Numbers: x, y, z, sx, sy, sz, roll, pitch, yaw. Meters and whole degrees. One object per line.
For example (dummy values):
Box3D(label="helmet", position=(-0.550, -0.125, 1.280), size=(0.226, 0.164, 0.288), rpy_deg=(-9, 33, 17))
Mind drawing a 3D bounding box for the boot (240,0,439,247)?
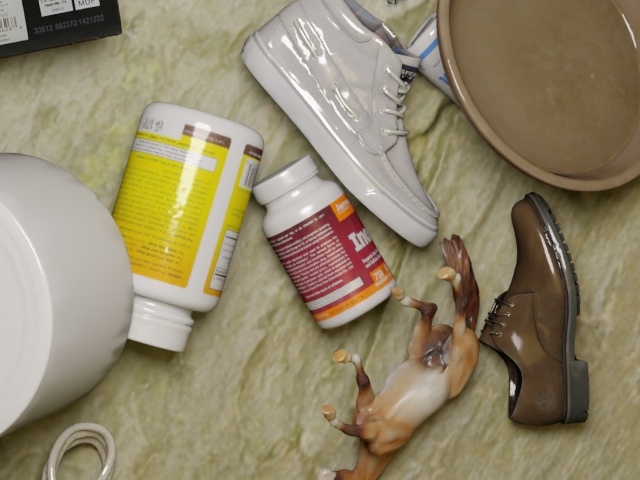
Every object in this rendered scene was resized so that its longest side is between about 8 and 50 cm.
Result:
Box3D(label="boot", position=(0.052, -0.122, 1.682), size=(0.123, 0.095, 0.258), rpy_deg=(-41, 96, 14))

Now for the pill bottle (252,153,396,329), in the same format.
Box3D(label="pill bottle", position=(0.000, 0.000, 1.693), size=(0.086, 0.086, 0.152), rpy_deg=(-32, 96, -8))

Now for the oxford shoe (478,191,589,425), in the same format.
Box3D(label="oxford shoe", position=(0.198, 0.068, 1.731), size=(0.096, 0.083, 0.227), rpy_deg=(-6, 91, -6))

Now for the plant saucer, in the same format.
Box3D(label="plant saucer", position=(0.219, -0.175, 1.700), size=(0.278, 0.041, 0.277), rpy_deg=(10, 70, -28))

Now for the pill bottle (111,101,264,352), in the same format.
Box3D(label="pill bottle", position=(-0.134, -0.011, 1.655), size=(0.117, 0.117, 0.215), rpy_deg=(17, 88, -9))

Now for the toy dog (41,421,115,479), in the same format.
Box3D(label="toy dog", position=(-0.220, 0.289, 1.544), size=(0.334, 0.161, 0.220), rpy_deg=(-18, 98, -51))

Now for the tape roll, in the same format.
Box3D(label="tape roll", position=(-0.304, 0.050, 1.555), size=(0.246, 0.169, 0.246), rpy_deg=(2, 97, 17))

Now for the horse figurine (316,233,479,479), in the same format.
Box3D(label="horse figurine", position=(0.081, 0.123, 1.695), size=(0.263, 0.066, 0.174), rpy_deg=(-50, 143, -17))

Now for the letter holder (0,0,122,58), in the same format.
Box3D(label="letter holder", position=(-0.351, -0.265, 1.613), size=(0.302, 0.214, 0.152), rpy_deg=(-13, 125, -10))

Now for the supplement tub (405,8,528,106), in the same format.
Box3D(label="supplement tub", position=(0.138, -0.168, 1.721), size=(0.107, 0.071, 0.071), rpy_deg=(39, 85, -7))

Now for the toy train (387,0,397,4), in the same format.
Box3D(label="toy train", position=(0.079, -0.305, 1.725), size=(0.027, 0.036, 0.158), rpy_deg=(6, 90, -10))
